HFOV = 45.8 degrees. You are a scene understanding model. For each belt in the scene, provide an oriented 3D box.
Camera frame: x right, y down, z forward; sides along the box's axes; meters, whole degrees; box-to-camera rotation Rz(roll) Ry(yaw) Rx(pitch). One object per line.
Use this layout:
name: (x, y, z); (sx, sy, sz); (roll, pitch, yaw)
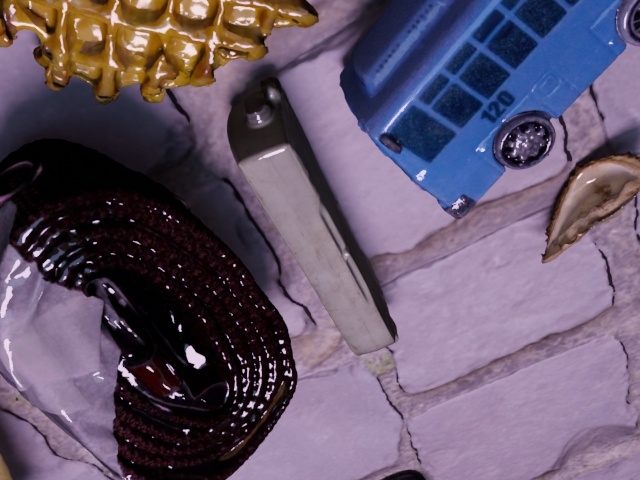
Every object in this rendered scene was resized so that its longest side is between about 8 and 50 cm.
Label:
belt: (-0.150, 0.056, 0.584); (0.184, 0.164, 0.289); (-42, 129, -14)

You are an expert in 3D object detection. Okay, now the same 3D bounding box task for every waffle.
waffle: (-0.114, -0.186, 0.467); (0.232, 0.051, 0.228); (-30, 131, 13)

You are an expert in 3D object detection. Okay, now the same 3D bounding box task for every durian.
durian: (0.241, -0.027, 0.663); (0.052, 0.066, 0.130); (22, 130, -27)

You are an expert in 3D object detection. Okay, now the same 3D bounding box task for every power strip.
power strip: (0.003, -0.001, 0.623); (0.048, 0.080, 0.285); (-21, 132, 11)

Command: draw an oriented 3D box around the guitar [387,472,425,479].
guitar: (0.002, 0.338, 0.918); (0.271, 0.038, 0.083); (-10, 128, -5)

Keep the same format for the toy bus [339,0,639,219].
toy bus: (0.121, -0.143, 0.512); (0.134, 0.116, 0.234); (29, 115, -30)

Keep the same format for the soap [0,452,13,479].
soap: (-0.482, 0.219, 0.665); (0.428, 0.115, 0.306); (-7, 133, -6)
